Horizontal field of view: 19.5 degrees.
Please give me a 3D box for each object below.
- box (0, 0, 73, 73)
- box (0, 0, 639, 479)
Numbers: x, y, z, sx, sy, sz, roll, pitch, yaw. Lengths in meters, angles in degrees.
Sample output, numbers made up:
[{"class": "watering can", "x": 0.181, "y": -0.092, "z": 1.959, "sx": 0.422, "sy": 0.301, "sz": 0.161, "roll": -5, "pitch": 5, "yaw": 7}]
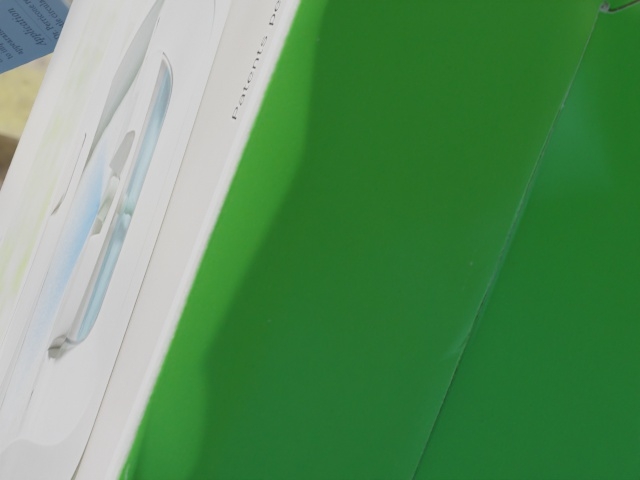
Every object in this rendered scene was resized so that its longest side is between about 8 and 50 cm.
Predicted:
[{"class": "box", "x": -0.230, "y": -0.215, "z": 1.104, "sx": 0.119, "sy": 0.182, "sz": 0.181, "roll": -20, "pitch": 144, "yaw": 14}, {"class": "box", "x": 0.000, "y": 0.000, "z": 0.472, "sx": 0.127, "sy": 0.262, "sz": 0.231, "roll": 20, "pitch": -175, "yaw": -20}]
